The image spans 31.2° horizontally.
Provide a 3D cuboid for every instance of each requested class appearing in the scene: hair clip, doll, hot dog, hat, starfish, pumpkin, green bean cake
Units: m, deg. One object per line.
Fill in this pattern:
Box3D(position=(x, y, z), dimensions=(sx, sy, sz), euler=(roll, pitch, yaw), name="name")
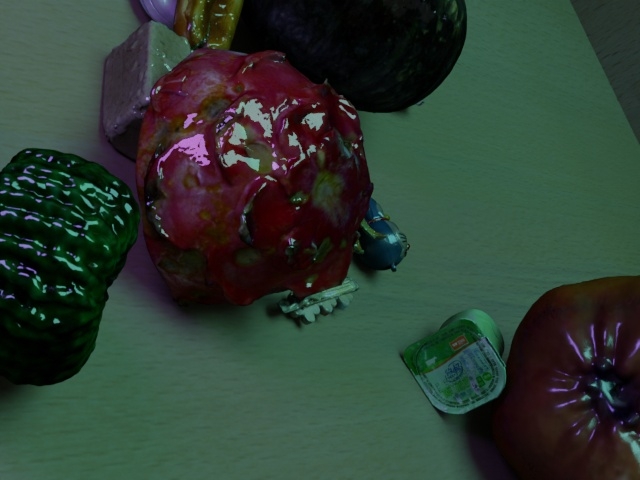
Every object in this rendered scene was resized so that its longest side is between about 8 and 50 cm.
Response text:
Box3D(position=(-0.004, 0.089, 1.744), dimensions=(0.062, 0.056, 0.214), euler=(49, 20, 16), name="hair clip")
Box3D(position=(0.094, -0.010, 1.933), dimensions=(0.114, 0.085, 0.152), euler=(77, -12, -63), name="doll")
Box3D(position=(-0.173, -0.359, 1.750), dimensions=(0.100, 0.068, 0.249), euler=(38, 39, -26), name="hot dog")
Box3D(position=(-0.362, -0.009, 1.167), dimensions=(0.332, 0.274, 0.242), euler=(22, 52, -9), name="hat")
Box3D(position=(0.018, -0.056, 1.840), dimensions=(0.208, 0.053, 0.176), euler=(36, 10, -7), name="starfish")
Box3D(position=(0.047, -0.426, 1.970), dimensions=(0.454, 0.344, 0.454), euler=(46, 19, -21), name="pumpkin")
Box3D(position=(-0.242, -0.211, 1.604), dimensions=(0.085, 0.109, 0.179), euler=(32, 40, -37), name="green bean cake")

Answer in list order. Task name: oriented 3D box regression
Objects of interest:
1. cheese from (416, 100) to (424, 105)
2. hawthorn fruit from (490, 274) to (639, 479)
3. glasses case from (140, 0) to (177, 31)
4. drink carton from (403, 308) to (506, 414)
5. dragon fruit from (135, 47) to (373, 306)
Box3D(position=(0.161, -0.366, 2.345), dimensions=(0.189, 0.074, 0.286), euler=(52, 28, -11), name="cheese")
Box3D(position=(0.525, 0.288, 1.950), dimensions=(0.472, 0.472, 0.471), euler=(35, 38, -34), name="hawthorn fruit")
Box3D(position=(-0.262, -0.462, 1.824), dimensions=(0.113, 0.075, 0.297), euler=(12, 56, -54), name="glasses case")
Box3D(position=(0.244, 0.193, 1.925), dimensions=(0.144, 0.146, 0.142), euler=(58, 23, -3), name="drink carton")
Box3D(position=(-0.061, -0.078, 1.534), dimensions=(0.386, 0.249, 0.371), euler=(59, 43, -43), name="dragon fruit")
